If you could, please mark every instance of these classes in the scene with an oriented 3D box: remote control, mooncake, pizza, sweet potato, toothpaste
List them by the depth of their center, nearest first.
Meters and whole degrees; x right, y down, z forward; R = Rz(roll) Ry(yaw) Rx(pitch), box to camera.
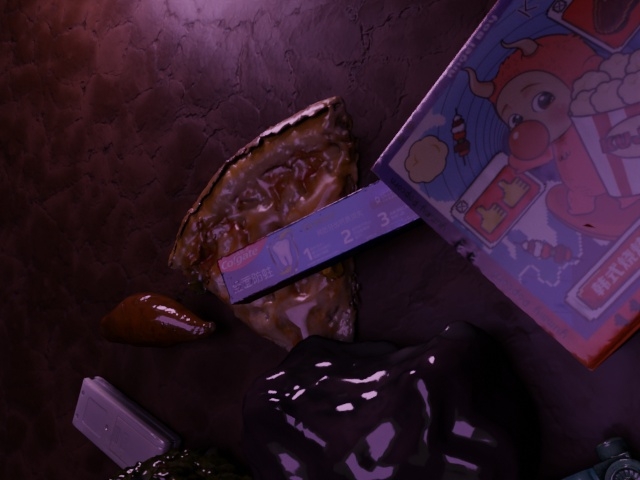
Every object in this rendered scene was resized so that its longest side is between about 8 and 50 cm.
[{"bbox_3d":[0.084,0.287,0.729,0.380,0.212,0.351,-24,88,26],"label":"mooncake"},{"bbox_3d":[0.001,0.001,0.835,0.320,0.066,0.077,-25,79,17],"label":"toothpaste"},{"bbox_3d":[-0.113,-0.007,0.978,0.391,0.080,0.436,-2,83,33],"label":"pizza"},{"bbox_3d":[-0.329,0.152,1.086,0.358,0.112,0.112,-2,84,36],"label":"sweet potato"},{"bbox_3d":[-0.393,0.380,1.136,0.277,0.055,0.103,21,97,34],"label":"remote control"}]

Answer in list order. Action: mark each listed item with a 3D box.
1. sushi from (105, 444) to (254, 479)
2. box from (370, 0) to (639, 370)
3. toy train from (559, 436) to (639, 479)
[{"bbox_3d":[-0.220,0.532,0.922,0.293,0.178,0.352,7,89,21],"label":"sushi"},{"bbox_3d":[0.302,-0.102,0.612,0.349,0.256,0.319,-52,60,18],"label":"box"},{"bbox_3d":[0.346,0.350,0.609,0.159,0.101,0.248,-45,45,30],"label":"toy train"}]
